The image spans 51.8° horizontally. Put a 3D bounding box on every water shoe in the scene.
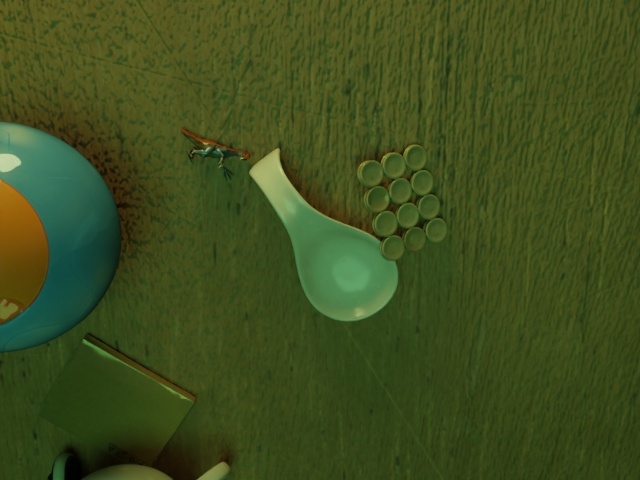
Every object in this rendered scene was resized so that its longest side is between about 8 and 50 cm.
[{"bbox_3d":[-0.440,0.440,1.080,0.080,0.073,0.203,5,107,2],"label":"water shoe"}]

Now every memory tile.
[{"bbox_3d":[0.115,-0.052,0.924,0.113,0.012,0.148,-23,105,-20],"label":"memory tile"}]

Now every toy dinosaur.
[{"bbox_3d":[-0.142,-0.126,0.919,0.082,0.047,0.090,-17,96,-13],"label":"toy dinosaur"}]

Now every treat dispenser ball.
[{"bbox_3d":[-0.401,-0.005,0.830,0.288,0.288,0.288,0,107,1],"label":"treat dispenser ball"}]

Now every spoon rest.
[{"bbox_3d":[0.000,0.000,0.929,0.137,0.084,0.276,-37,102,9],"label":"spoon rest"}]

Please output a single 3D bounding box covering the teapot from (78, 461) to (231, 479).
[{"bbox_3d":[-0.286,0.457,1.023,0.256,0.187,0.252,7,85,10],"label":"teapot"}]

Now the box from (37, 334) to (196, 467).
[{"bbox_3d":[-0.323,0.264,1.049,0.201,0.021,0.164,33,105,-8],"label":"box"}]
